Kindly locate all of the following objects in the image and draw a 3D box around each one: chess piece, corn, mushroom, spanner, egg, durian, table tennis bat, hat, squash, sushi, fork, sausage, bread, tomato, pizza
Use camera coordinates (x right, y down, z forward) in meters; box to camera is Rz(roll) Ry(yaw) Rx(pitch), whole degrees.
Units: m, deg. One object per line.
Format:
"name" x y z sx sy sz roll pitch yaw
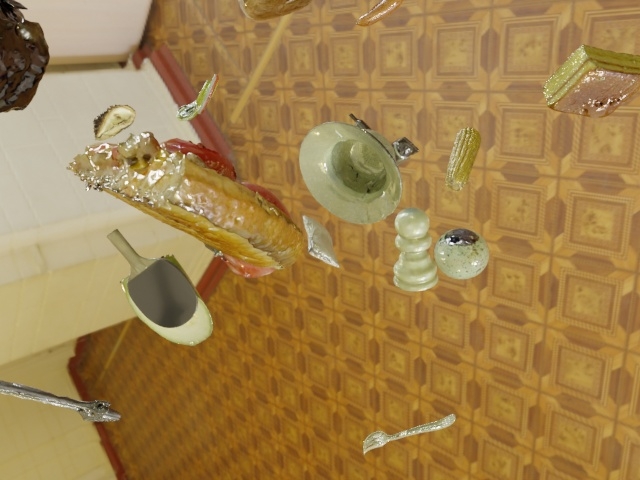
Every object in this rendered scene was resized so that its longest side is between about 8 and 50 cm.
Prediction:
"chess piece" 0.292 0.018 1.761 0.144 0.144 0.252 17 126 43
"corn" 0.423 -0.241 1.654 0.080 0.231 0.080 16 148 10
"mushroom" -0.045 -0.512 1.028 0.146 0.278 0.278 49 141 -14
"spanner" -0.481 0.277 0.980 0.093 0.325 0.026 -17 55 29
"egg" 0.231 0.022 0.913 0.110 0.085 0.085 153 97 -88
"durian" -0.523 -0.298 1.397 0.052 0.130 0.066 2 131 51
"table tennis bat" -0.361 0.080 1.178 0.138 0.022 0.247 -35 101 16
"hat" 0.092 -0.174 1.246 0.257 0.130 0.257 23 137 23
"squash" -0.437 0.192 1.616 0.189 0.189 0.261 -35 82 48
"sushi" -0.785 -0.412 1.199 0.299 0.294 0.282 18 107 14
"fork" 0.174 0.391 1.133 0.219 0.034 0.028 -27 116 24
"sausage" 0.200 -0.754 1.829 0.183 0.062 0.054 -34 85 8
"bread" 0.769 -0.436 1.565 0.184 0.234 0.111 126 140 -56
"tomato" -0.213 -0.050 1.759 0.335 0.290 0.176 49 157 -14
"pizza" -0.221 -0.085 0.839 0.405 0.440 0.130 23 82 16

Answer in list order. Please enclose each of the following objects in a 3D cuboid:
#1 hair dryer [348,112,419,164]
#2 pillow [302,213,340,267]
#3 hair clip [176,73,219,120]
"hair dryer" 0.199 -0.357 1.921 0.248 0.078 0.195 41 153 -11
"pillow" 0.000 0.000 2.038 0.050 0.148 0.230 -38 33 18
"hair clip" -0.245 -0.271 1.111 0.188 0.033 0.060 -11 52 58
